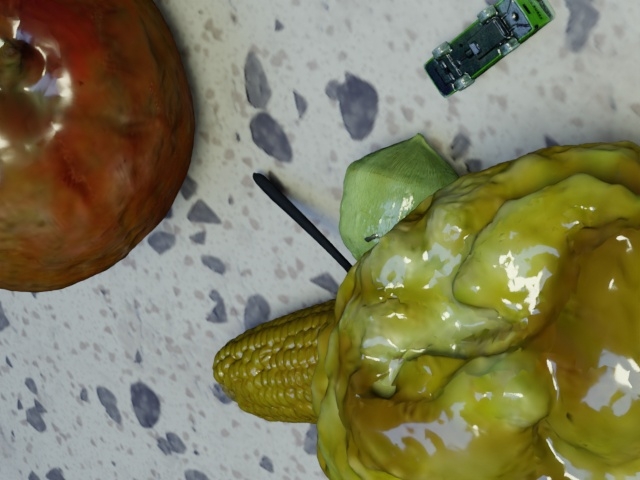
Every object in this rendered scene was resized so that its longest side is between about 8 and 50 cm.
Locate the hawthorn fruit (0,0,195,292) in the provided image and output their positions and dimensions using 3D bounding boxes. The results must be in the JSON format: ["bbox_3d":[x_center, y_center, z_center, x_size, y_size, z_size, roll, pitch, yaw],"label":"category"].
[{"bbox_3d":[-0.221,-0.095,0.860,0.277,0.277,0.298,64,165,-5],"label":"hawthorn fruit"}]

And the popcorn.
[{"bbox_3d":[0.124,0.082,0.665,0.282,0.247,0.282,8,112,20],"label":"popcorn"}]

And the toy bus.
[{"bbox_3d":[0.101,-0.120,0.747,0.031,0.037,0.083,56,137,2],"label":"toy bus"}]

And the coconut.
[{"bbox_3d":[0.054,-0.024,0.807,0.088,0.088,0.096,21,99,33],"label":"coconut"}]

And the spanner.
[{"bbox_3d":[0.000,0.000,0.854,0.046,0.012,0.208,47,179,-40],"label":"spanner"}]

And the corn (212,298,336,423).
[{"bbox_3d":[0.018,0.088,0.891,0.262,0.097,0.097,-16,101,46],"label":"corn"}]
